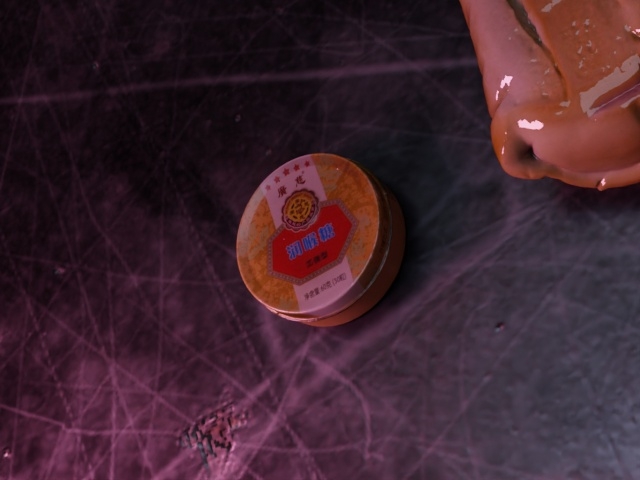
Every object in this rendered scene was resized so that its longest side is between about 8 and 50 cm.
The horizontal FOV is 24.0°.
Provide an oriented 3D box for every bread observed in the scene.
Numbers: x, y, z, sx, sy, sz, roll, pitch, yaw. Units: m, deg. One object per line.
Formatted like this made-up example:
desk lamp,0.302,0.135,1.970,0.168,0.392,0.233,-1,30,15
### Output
bread,0.147,-0.132,0.853,0.134,0.081,0.225,-27,62,27

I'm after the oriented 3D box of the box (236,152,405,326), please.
box,0.000,0.000,0.923,0.105,0.037,0.106,-12,67,28
